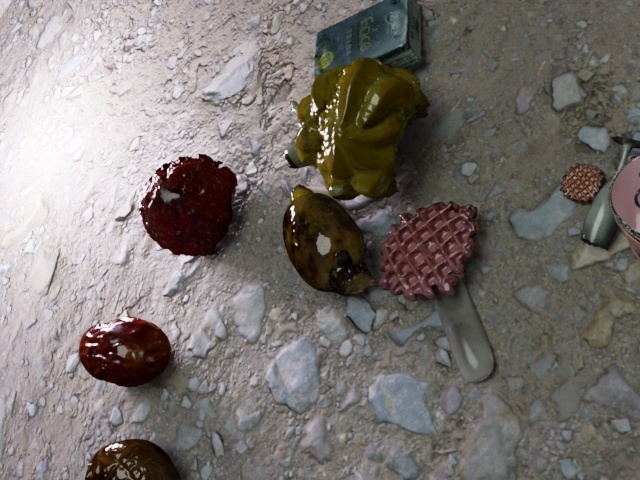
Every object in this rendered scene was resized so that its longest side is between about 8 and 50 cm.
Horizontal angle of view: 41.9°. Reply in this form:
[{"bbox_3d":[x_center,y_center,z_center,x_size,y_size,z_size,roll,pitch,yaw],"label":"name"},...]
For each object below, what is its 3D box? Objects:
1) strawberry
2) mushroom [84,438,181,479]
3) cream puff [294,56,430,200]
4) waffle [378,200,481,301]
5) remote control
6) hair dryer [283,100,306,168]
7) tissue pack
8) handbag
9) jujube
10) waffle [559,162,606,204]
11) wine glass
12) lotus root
[{"bbox_3d":[-0.334,-0.094,2.034,0.274,0.220,0.274,-12,67,30],"label":"strawberry"},{"bbox_3d":[-0.431,0.567,1.873,0.253,0.153,0.253,-7,77,32],"label":"mushroom"},{"bbox_3d":[0.066,-0.255,1.740,0.275,0.270,0.323,13,78,24],"label":"cream puff"},{"bbox_3d":[0.208,0.018,1.665,0.234,0.055,0.221,2,65,49],"label":"waffle"},{"bbox_3d":[0.263,0.163,1.582,0.073,0.044,0.229,-34,53,25],"label":"remote control"},{"bbox_3d":[0.018,-0.283,1.959,0.219,0.088,0.224,-18,46,23],"label":"hair dryer"},{"bbox_3d":[0.109,-0.447,1.930,0.257,0.081,0.185,-19,52,30],"label":"tissue pack"},{"bbox_3d":[0.585,-0.044,1.380,0.179,0.116,0.205,-52,48,5],"label":"handbag"},{"bbox_3d":[-0.476,0.266,2.018,0.251,0.174,0.174,6,75,45],"label":"jujube"},{"bbox_3d":[0.485,-0.103,1.538,0.083,0.029,0.075,15,84,36],"label":"waffle"},{"bbox_3d":[0.515,-0.084,1.483,0.066,0.066,0.197,19,88,41],"label":"wine glass"},{"bbox_3d":[0.000,0.000,1.774,0.314,0.142,0.169,57,137,34],"label":"lotus root"}]
